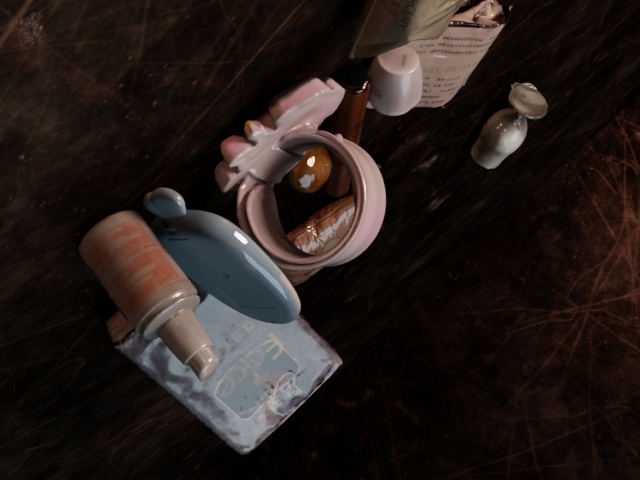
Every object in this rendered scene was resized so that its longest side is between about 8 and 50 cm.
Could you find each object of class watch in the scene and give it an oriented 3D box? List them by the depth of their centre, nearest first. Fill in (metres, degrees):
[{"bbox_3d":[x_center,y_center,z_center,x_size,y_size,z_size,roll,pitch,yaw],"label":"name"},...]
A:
[{"bbox_3d":[-0.014,-0.084,1.228,0.244,0.231,0.196,-41,164,18],"label":"watch"}]

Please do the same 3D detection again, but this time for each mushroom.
[{"bbox_3d":[-0.017,-0.123,1.412,0.072,0.088,0.129,-13,-176,4],"label":"mushroom"}]

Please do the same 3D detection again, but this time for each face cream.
[{"bbox_3d":[-0.220,0.080,1.166,0.101,0.252,0.101,-36,164,-12],"label":"face cream"},{"bbox_3d":[0.114,-0.248,1.327,0.091,0.091,0.095,-33,155,-21],"label":"face cream"}]

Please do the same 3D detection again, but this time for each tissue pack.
[{"bbox_3d":[-0.158,0.176,1.475,0.259,0.122,0.361,-41,123,-4],"label":"tissue pack"}]

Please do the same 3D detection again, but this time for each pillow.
[{"bbox_3d":[0.000,0.000,1.761,0.236,0.084,0.223,-36,166,-2],"label":"pillow"}]

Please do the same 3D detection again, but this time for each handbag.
[{"bbox_3d":[0.139,-0.337,1.088,0.182,0.117,0.270,-17,157,-23],"label":"handbag"}]

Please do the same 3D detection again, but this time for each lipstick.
[{"bbox_3d":[0.039,-0.173,1.424,0.057,0.057,0.357,-35,164,-17],"label":"lipstick"}]

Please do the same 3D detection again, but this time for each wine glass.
[{"bbox_3d":[0.432,-0.262,2.002,0.103,0.103,0.222,-29,164,-32],"label":"wine glass"}]

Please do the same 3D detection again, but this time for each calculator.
[{"bbox_3d":[-0.145,0.030,1.243,0.188,0.302,0.042,-1,-126,46],"label":"calculator"}]

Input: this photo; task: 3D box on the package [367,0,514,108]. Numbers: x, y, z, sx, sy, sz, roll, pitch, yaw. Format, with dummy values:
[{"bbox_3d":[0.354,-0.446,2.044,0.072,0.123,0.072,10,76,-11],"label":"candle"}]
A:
[{"bbox_3d":[0.212,-0.304,1.452,0.251,0.062,0.204,-23,156,-36],"label":"package"}]
